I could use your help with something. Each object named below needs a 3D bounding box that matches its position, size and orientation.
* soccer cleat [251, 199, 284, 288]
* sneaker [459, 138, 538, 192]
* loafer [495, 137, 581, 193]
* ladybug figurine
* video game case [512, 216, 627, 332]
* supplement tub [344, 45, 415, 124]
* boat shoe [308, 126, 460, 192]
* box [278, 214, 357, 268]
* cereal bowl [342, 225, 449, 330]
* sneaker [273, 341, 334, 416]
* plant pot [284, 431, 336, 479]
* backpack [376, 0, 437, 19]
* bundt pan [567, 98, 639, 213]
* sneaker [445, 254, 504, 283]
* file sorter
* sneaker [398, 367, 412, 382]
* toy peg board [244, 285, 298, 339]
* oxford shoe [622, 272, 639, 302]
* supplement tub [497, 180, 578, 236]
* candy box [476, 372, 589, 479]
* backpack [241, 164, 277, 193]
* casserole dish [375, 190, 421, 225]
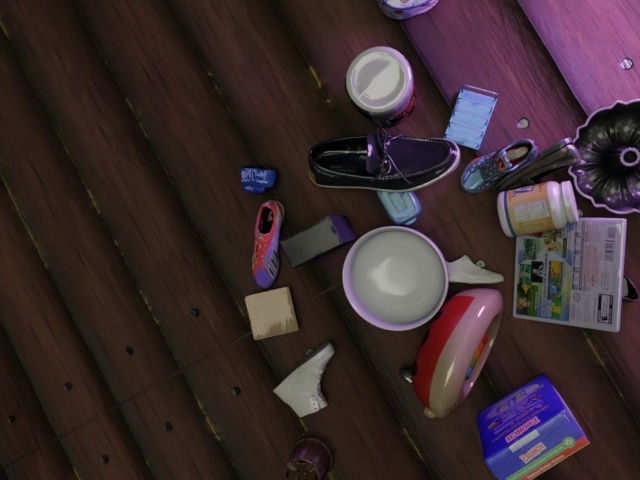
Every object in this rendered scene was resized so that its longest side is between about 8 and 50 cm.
[{"bbox_3d":[-0.197,0.015,1.788,0.109,0.116,0.317,10,95,13],"label":"soccer cleat"},{"bbox_3d":[0.549,-0.242,1.582,0.262,0.125,0.104,-34,83,13],"label":"sneaker"},{"bbox_3d":[0.646,-0.199,1.522,0.267,0.096,0.084,-42,71,48],"label":"loafer"},{"bbox_3d":[0.408,0.326,1.543,0.162,0.305,0.449,21,60,30],"label":"ladybug figurine"},{"bbox_3d":[0.746,0.092,1.541,0.300,0.036,0.328,4,95,38],"label":"video game case"},{"bbox_3d":[0.195,-0.457,1.562,0.194,0.316,0.193,1,94,14],"label":"supplement tub"},{"bbox_3d":[0.192,-0.260,1.639,0.501,0.156,0.186,-1,70,15],"label":"boat shoe"},{"bbox_3d":[0.000,0.000,1.664,0.184,0.261,0.103,-30,86,14],"label":"box"},{"bbox_3d":[0.252,0.118,1.661,0.339,0.141,0.338,1,93,20],"label":"cereal bowl"},{"bbox_3d":[-0.015,0.496,1.782,0.169,0.108,0.292,46,112,6],"label":"sneaker"},{"bbox_3d":[-0.042,0.779,1.767,0.167,0.165,0.166,1,92,14],"label":"plant pot"},{"bbox_3d":[0.269,-0.845,1.588,0.277,0.213,0.263,-19,99,11],"label":"backpack"},{"bbox_3d":[0.894,-0.240,1.497,0.331,0.124,0.330,1,94,15],"label":"bundt pan"},{"bbox_3d":[0.484,0.094,1.648,0.213,0.080,0.094,4,82,15],"label":"sneaker"},{"bbox_3d":[0.473,-0.389,1.605,0.118,0.104,0.170,20,98,13],"label":"file sorter"},{"bbox_3d":[0.382,0.439,1.690,0.235,0.078,0.106,11,93,10],"label":"sneaker"},{"bbox_3d":[-0.173,0.257,1.828,0.161,0.079,0.161,-13,90,-1],"label":"toy peg board"},{"bbox_3d":[0.851,0.081,1.538,0.271,0.098,0.096,40,101,9],"label":"oxford shoe"},{"bbox_3d":[0.643,-0.095,1.506,0.200,0.144,0.144,-12,90,32],"label":"supplement tub"},{"bbox_3d":[0.614,0.558,1.511,0.268,0.317,0.122,-39,84,13],"label":"candy box"},{"bbox_3d":[-0.212,-0.216,1.793,0.120,0.098,0.101,0,102,2],"label":"backpack"},{"bbox_3d":[0.260,-0.139,1.707,0.114,0.037,0.188,-30,87,14],"label":"casserole dish"}]
